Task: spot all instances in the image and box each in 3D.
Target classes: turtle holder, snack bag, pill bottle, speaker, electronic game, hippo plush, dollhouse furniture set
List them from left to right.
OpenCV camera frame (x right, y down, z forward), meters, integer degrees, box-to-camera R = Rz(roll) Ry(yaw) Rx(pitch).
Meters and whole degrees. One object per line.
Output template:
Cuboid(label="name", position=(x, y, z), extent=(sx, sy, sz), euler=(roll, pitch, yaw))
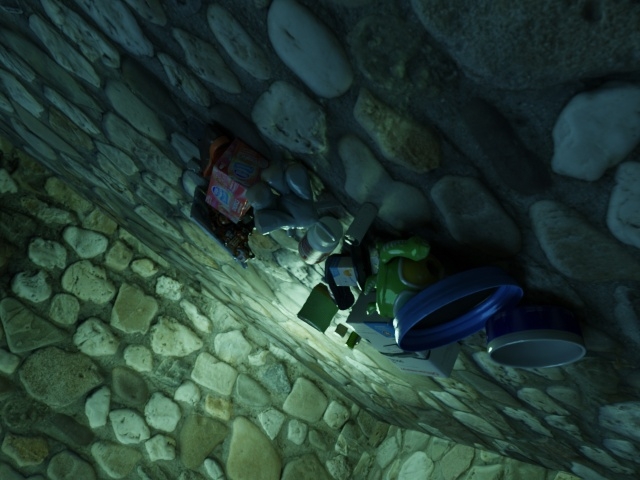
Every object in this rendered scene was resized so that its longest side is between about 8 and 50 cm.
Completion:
Cuboid(label="snack bag", position=(-0.420, -0.062, 1.880), extent=(0.323, 0.037, 0.343), euler=(48, -172, -25))
Cuboid(label="hippo plush", position=(-0.108, -0.130, 1.491), extent=(0.293, 0.235, 0.236), euler=(4, -179, -14))
Cuboid(label="pill bottle", position=(0.000, 0.000, 1.630), extent=(0.121, 0.121, 0.221), euler=(34, 154, -3))
Cuboid(label="dollhouse furniture set", position=(0.071, 0.328, 2.032), extent=(0.301, 0.198, 0.151), euler=(32, 156, 0))
Cuboid(label="electronic game", position=(0.129, 0.055, 1.484), extent=(0.048, 0.230, 0.229), euler=(-10, 140, 14))
Cuboid(label="speaker", position=(0.125, -0.051, 1.384), extent=(0.055, 0.136, 0.055), euler=(25, 153, 14))
Cuboid(label="turtle holder", position=(0.276, 0.105, 1.425), extent=(0.227, 0.243, 0.321), euler=(8, 113, 17))

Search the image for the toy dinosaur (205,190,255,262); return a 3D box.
Cuboid(label="toy dinosaur", position=(-0.343, -0.065, 1.752), extent=(0.164, 0.218, 0.322), euler=(-20, 89, 34))

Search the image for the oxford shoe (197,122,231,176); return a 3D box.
Cuboid(label="oxford shoe", position=(-0.381, -0.312, 1.575), extent=(0.098, 0.096, 0.271), euler=(53, 149, 3))

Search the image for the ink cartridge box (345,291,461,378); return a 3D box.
Cuboid(label="ink cartridge box", position=(0.345, 0.392, 1.873), extent=(0.395, 0.166, 0.285), euler=(42, 152, -20))

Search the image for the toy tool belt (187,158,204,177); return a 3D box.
Cuboid(label="toy tool belt", position=(-0.484, -0.286, 1.770), extent=(0.083, 0.052, 0.051), euler=(41, -176, -9))

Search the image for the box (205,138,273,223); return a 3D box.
Cuboid(label="box", position=(-0.296, -0.201, 1.587), extent=(0.154, 0.142, 0.300), euler=(36, 154, -6))

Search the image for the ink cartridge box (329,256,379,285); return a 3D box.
Cuboid(label="ink cartridge box", position=(0.137, 0.117, 1.689), extent=(0.181, 0.062, 0.104), euler=(-2, 133, 26))

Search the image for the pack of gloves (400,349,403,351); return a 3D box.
Cuboid(label="pack of gloves", position=(0.367, 0.289, 1.657), extent=(0.046, 0.194, 0.232), euler=(-111, 4, -58))

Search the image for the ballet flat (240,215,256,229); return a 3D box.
Cuboid(label="ballet flat", position=(-0.316, -0.079, 1.908), extent=(0.074, 0.074, 0.203), euler=(45, 154, -24))

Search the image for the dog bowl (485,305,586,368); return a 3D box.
Cuboid(label="dog bowl", position=(0.634, 0.294, 1.341), extent=(0.264, 0.104, 0.265), euler=(4, 148, 2))

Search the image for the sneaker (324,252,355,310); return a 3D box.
Cuboid(label="sneaker", position=(0.057, 0.155, 1.867), extent=(0.131, 0.112, 0.319), euler=(51, 160, 45))

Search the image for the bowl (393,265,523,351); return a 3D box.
Cuboid(label="bowl", position=(0.398, 0.207, 1.330), extent=(0.391, 0.390, 0.077), euler=(82, 169, -57))
